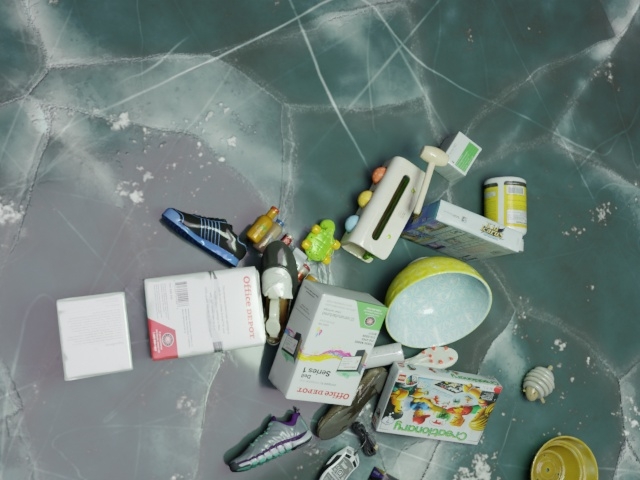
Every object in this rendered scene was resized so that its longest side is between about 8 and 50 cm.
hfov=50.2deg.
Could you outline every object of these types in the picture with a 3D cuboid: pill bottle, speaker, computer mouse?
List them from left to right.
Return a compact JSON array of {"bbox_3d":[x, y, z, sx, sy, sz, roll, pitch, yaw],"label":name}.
[{"bbox_3d":[0.062,0.572,1.780,0.193,0.042,0.106,-42,112,-19],"label":"computer mouse"},{"bbox_3d":[0.151,0.308,1.813,0.136,0.055,0.055,-11,86,2],"label":"speaker"},{"bbox_3d":[0.530,-0.071,1.960,0.119,0.119,0.208,4,82,-16],"label":"pill bottle"}]

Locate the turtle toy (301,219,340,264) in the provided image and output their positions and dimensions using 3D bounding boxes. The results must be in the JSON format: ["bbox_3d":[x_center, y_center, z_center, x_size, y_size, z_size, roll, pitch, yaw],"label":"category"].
[{"bbox_3d":[0.000,0.000,1.819,0.095,0.066,0.130,39,72,-19],"label":"turtle toy"}]

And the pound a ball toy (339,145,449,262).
[{"bbox_3d":[0.184,-0.111,1.814,0.136,0.208,0.319,32,76,-11],"label":"pound a ball toy"}]

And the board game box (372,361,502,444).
[{"bbox_3d":[0.311,0.437,1.826,0.305,0.053,0.193,11,110,-15],"label":"board game box"}]

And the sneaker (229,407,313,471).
[{"bbox_3d":[-0.136,0.505,1.725,0.224,0.083,0.098,-17,68,-22],"label":"sneaker"}]

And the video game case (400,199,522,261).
[{"bbox_3d":[0.359,-0.020,1.823,0.244,0.269,0.061,19,77,-14],"label":"video game case"}]

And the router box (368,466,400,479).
[{"bbox_3d":[0.223,0.778,1.785,0.309,0.081,0.243,33,76,-11],"label":"router box"}]

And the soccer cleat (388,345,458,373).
[{"bbox_3d":[0.277,0.341,1.852,0.196,0.076,0.068,-16,49,-7],"label":"soccer cleat"}]

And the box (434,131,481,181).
[{"bbox_3d":[0.383,-0.238,1.944,0.087,0.102,0.101,36,76,-8],"label":"box"}]

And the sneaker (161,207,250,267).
[{"bbox_3d":[-0.287,-0.027,1.734,0.232,0.081,0.090,36,72,-17],"label":"sneaker"}]

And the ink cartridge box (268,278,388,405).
[{"bbox_3d":[0.017,0.258,1.700,0.201,0.117,0.278,15,100,-31],"label":"ink cartridge box"}]

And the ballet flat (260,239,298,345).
[{"bbox_3d":[-0.104,0.141,1.688,0.095,0.096,0.280,3,117,2],"label":"ballet flat"}]

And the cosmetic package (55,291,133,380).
[{"bbox_3d":[-0.524,0.221,1.590,0.151,0.151,0.183,-6,84,-17],"label":"cosmetic package"}]

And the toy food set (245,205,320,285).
[{"bbox_3d":[-0.082,0.025,1.768,0.232,0.111,0.104,41,74,-10],"label":"toy food set"}]

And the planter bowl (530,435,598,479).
[{"bbox_3d":[0.665,0.656,1.928,0.217,0.090,0.217,2,82,-17],"label":"planter bowl"}]

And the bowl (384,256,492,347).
[{"bbox_3d":[0.294,0.137,1.828,0.289,0.289,0.156,4,40,-16],"label":"bowl"}]

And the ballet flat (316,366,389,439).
[{"bbox_3d":[0.080,0.424,1.803,0.250,0.058,0.084,-44,133,-12],"label":"ballet flat"}]

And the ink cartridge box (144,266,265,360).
[{"bbox_3d":[-0.284,0.178,1.680,0.273,0.114,0.197,-6,85,-13],"label":"ink cartridge box"}]

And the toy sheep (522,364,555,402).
[{"bbox_3d":[0.627,0.407,1.953,0.091,0.091,0.132,48,59,-7],"label":"toy sheep"}]
